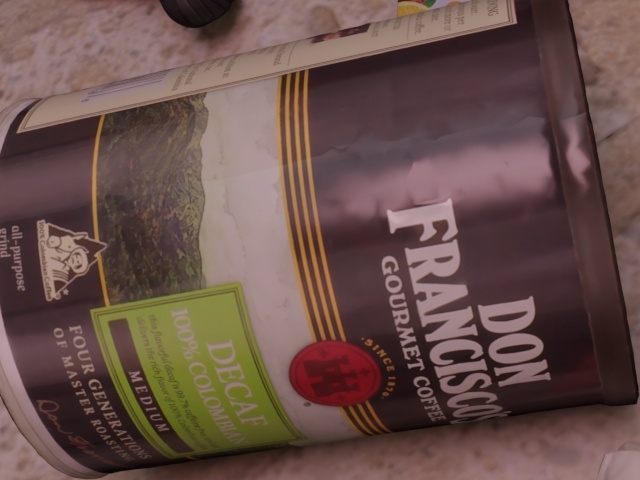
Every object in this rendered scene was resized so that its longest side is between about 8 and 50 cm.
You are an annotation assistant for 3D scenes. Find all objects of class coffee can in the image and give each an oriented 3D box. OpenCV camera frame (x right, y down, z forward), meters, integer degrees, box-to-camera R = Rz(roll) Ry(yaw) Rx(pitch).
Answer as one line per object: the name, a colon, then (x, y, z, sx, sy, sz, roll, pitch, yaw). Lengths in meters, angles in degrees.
coffee can: (0.000, 0.000, 0.566, 0.275, 0.201, 0.202, -11, 60, 13)

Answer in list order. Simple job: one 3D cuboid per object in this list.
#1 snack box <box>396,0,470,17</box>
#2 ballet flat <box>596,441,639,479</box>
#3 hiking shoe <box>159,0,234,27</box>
snack box: (0.098, -0.131, 0.700, 0.100, 0.037, 0.141, -4, 61, 15)
ballet flat: (0.190, 0.119, 0.510, 0.280, 0.095, 0.096, -30, 47, -11)
hiking shoe: (-0.137, -0.204, 0.802, 0.114, 0.086, 0.227, -36, 48, 8)
